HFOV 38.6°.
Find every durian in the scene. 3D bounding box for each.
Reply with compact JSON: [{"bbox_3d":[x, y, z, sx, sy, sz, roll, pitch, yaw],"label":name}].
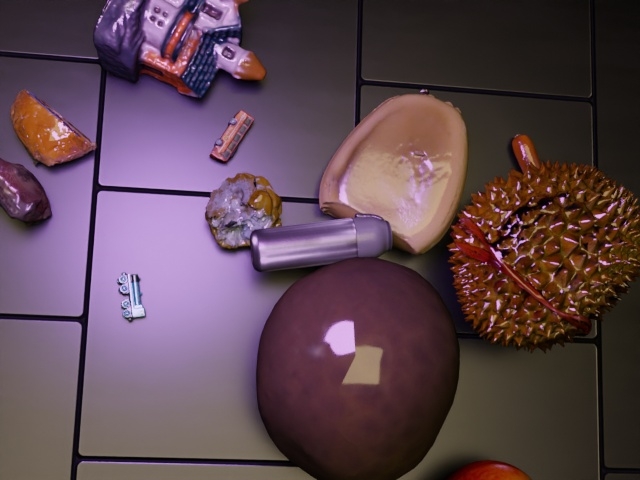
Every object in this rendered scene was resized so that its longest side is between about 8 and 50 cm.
[{"bbox_3d":[0.408,0.027,1.673,0.347,0.347,0.384,40,66,0],"label":"durian"}]

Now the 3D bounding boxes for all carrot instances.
[{"bbox_3d":[0.441,-0.099,1.833,0.043,0.043,0.248,-19,86,-11],"label":"carrot"}]

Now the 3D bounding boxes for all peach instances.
[{"bbox_3d":[0.288,0.488,1.639,0.197,0.197,0.198,1,80,-8],"label":"peach"}]

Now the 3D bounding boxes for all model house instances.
[{"bbox_3d":[-0.231,-0.396,1.710,0.300,0.190,0.272,27,76,-4],"label":"model house"}]

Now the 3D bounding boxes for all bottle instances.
[{"bbox_3d":[0.000,0.000,1.641,0.253,0.079,0.096,-6,52,-8],"label":"bottle"}]

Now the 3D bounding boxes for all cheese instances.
[{"bbox_3d":[0.165,-0.145,1.756,0.259,0.128,0.316,31,76,0],"label":"cheese"}]

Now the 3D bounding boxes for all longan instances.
[{"bbox_3d":[0.069,0.227,1.581,0.404,0.336,0.405,-5,97,-42],"label":"longan"}]

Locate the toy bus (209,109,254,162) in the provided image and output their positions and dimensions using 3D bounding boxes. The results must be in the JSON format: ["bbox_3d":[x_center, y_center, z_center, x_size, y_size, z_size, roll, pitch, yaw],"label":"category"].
[{"bbox_3d":[-0.171,-0.200,1.765,0.043,0.031,0.110,34,77,-8],"label":"toy bus"}]

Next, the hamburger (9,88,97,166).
[{"bbox_3d":[-0.510,-0.194,1.687,0.176,0.087,0.102,39,76,-3],"label":"hamburger"}]

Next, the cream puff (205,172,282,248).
[{"bbox_3d":[-0.135,-0.046,1.708,0.156,0.156,0.121,20,36,-4],"label":"cream puff"}]

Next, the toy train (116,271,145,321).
[{"bbox_3d":[-0.351,0.103,1.691,0.045,0.029,0.092,-6,80,-17],"label":"toy train"}]

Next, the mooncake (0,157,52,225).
[{"bbox_3d":[-0.543,-0.088,1.642,0.073,0.130,0.125,-42,90,1],"label":"mooncake"}]
